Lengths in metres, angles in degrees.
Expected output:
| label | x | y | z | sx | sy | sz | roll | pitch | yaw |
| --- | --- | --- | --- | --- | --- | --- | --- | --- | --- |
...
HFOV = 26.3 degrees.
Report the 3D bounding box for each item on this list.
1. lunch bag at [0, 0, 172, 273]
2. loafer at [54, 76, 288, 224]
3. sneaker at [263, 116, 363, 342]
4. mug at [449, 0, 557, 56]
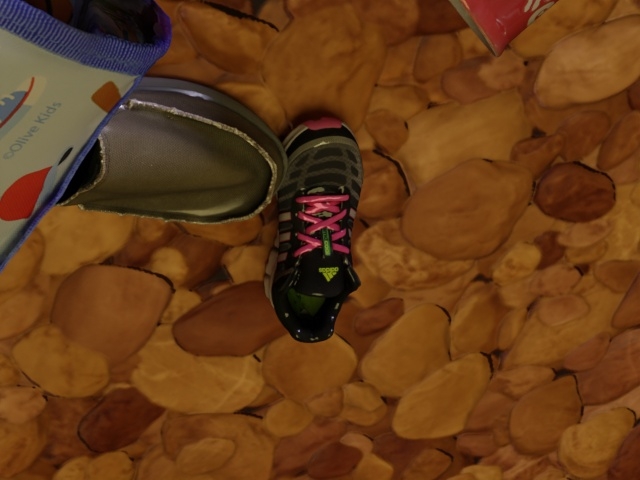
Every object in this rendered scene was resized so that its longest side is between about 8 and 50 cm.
| label | x | y | z | sx | sy | sz | roll | pitch | yaw |
| --- | --- | --- | --- | --- | --- | --- | --- | --- | --- |
| lunch bag | -0.310 | -0.089 | 0.635 | 0.385 | 0.239 | 0.328 | 32 | 115 | -25 |
| loafer | -0.134 | -0.049 | 0.821 | 0.251 | 0.087 | 0.094 | 11 | 124 | -25 |
| sneaker | 0.000 | 0.000 | 0.913 | 0.063 | 0.075 | 0.170 | -2 | 128 | -17 |
| mug | 0.125 | -0.209 | 0.765 | 0.169 | 0.113 | 0.150 | -37 | 131 | 8 |
